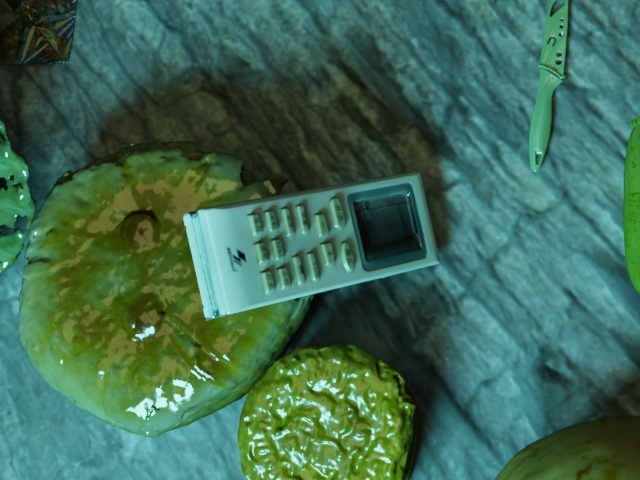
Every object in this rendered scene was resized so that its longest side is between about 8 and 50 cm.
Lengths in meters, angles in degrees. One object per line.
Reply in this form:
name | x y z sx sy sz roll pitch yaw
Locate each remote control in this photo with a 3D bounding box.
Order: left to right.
remote control | 0.000 0.000 1.276 0.055 0.277 0.103 -14 88 52

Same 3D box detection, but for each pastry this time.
pastry | -0.167 0.043 1.363 0.330 0.136 0.329 -3 77 11
pastry | 0.011 0.195 1.300 0.189 0.103 0.188 -1 86 8

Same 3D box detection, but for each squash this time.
squash | 0.337 -0.032 1.304 0.066 0.066 0.201 -5 77 12

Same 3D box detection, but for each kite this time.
kite | -0.348 -0.265 1.535 0.183 0.010 0.160 -43 73 1

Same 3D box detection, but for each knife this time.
knife | 0.246 -0.171 1.381 0.030 0.014 0.207 6 79 15

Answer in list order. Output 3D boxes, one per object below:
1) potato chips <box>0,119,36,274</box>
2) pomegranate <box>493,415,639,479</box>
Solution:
potato chips | -0.496 -0.089 1.430 0.389 0.097 0.373 -36 80 24
pomegranate | 0.271 0.326 1.123 0.343 0.342 0.342 -3 78 12
